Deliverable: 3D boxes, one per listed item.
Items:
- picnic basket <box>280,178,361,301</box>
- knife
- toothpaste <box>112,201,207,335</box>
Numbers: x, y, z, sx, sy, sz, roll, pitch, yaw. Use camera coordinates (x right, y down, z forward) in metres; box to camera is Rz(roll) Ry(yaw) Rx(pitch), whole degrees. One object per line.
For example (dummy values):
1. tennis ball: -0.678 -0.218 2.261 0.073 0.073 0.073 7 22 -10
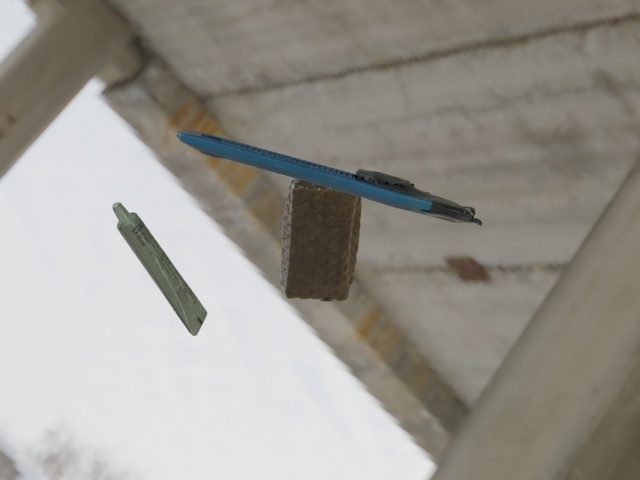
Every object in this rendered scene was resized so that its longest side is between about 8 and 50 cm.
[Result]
1. picnic basket: 0.000 0.000 2.226 0.110 0.055 0.193 4 -63 -1
2. knife: 0.007 -0.061 1.478 0.297 0.044 0.026 16 -71 3
3. toothpaste: -0.191 0.031 1.889 0.029 0.048 0.197 -14 -56 29
